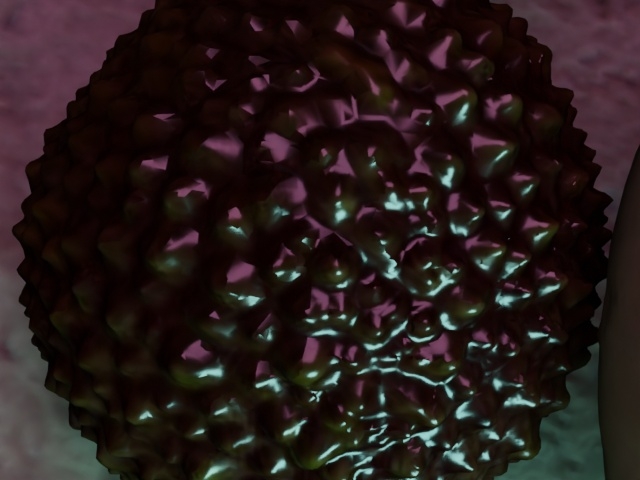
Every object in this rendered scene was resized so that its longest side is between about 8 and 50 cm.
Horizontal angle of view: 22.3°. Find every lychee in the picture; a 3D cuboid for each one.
[{"bbox_3d":[0.000,0.000,0.477,0.188,0.188,0.188,4,65,-9],"label":"lychee"}]

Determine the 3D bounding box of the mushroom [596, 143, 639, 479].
[{"bbox_3d":[0.235,0.030,0.480,0.362,0.294,0.362,-5,101,-24],"label":"mushroom"}]
